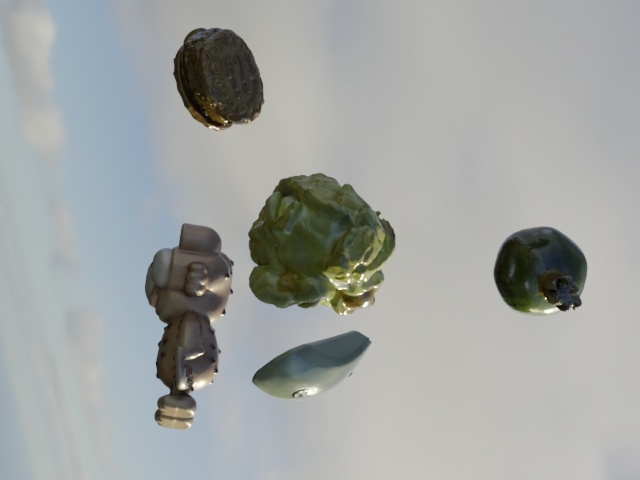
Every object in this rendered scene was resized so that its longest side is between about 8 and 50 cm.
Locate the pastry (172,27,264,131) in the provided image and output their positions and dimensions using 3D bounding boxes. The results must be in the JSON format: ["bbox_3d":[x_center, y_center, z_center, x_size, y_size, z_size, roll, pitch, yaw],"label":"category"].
[{"bbox_3d":[-0.098,-0.155,1.384,0.109,0.057,0.097,-46,117,-56],"label":"pastry"}]

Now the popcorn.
[{"bbox_3d":[0.000,0.000,1.362,0.135,0.162,0.141,58,-27,34],"label":"popcorn"}]

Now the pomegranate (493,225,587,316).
[{"bbox_3d":[0.267,0.044,1.703,0.142,0.115,0.114,-122,-159,-69],"label":"pomegranate"}]

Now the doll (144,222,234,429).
[{"bbox_3d":[-0.180,0.110,1.907,0.154,0.119,0.278,108,-13,-52],"label":"doll"}]

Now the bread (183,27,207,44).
[{"bbox_3d":[-0.138,-0.226,1.744,0.033,0.049,0.088,-55,-138,42],"label":"bread"}]

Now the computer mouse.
[{"bbox_3d":[-0.001,0.150,1.658,0.089,0.182,0.056,-33,-103,35],"label":"computer mouse"}]
